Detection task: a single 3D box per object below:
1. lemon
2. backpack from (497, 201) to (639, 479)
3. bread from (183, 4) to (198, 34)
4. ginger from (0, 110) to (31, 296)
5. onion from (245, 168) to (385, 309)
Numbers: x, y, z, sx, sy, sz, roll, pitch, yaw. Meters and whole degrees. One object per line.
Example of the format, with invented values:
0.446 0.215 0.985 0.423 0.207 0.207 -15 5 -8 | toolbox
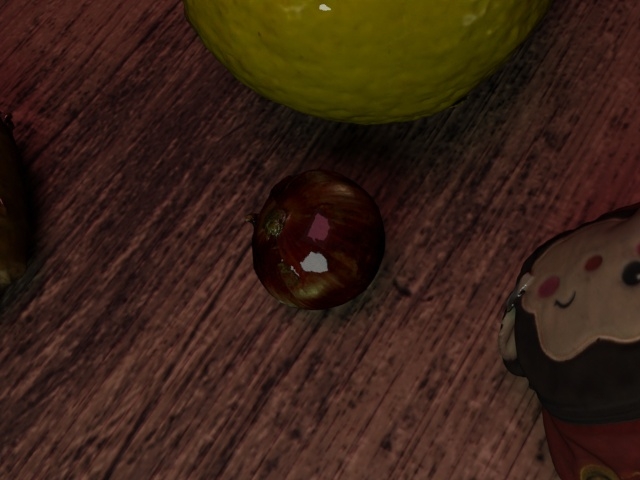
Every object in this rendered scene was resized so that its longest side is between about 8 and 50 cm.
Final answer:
0.044 -0.279 0.591 0.349 0.387 0.350 5 58 -9 | lemon
0.220 0.080 0.456 0.138 0.229 0.229 14 58 -24 | backpack
-0.098 -0.261 0.801 0.113 0.060 0.082 -11 57 7 | bread
-0.357 -0.046 0.728 0.133 0.107 0.309 -20 61 -13 | ginger
0.000 0.000 0.599 0.118 0.118 0.117 15 89 22 | onion
